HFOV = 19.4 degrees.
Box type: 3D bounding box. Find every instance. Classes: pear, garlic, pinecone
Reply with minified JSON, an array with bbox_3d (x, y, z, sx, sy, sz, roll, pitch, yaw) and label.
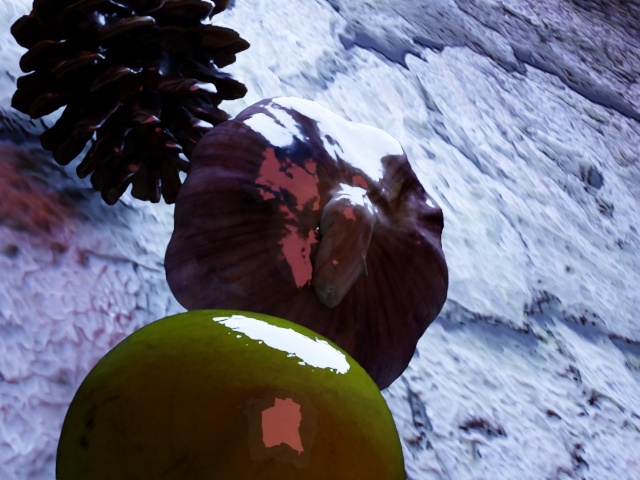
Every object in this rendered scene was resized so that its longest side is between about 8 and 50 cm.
[{"bbox_3d":[-0.055,0.146,1.134,0.212,0.212,0.269,12,25,-34],"label":"pear"},{"bbox_3d":[0.000,0.000,1.424,0.245,0.160,0.245,13,63,-27],"label":"garlic"},{"bbox_3d":[-0.148,-0.123,1.506,0.207,0.208,0.208,25,28,-14],"label":"pinecone"}]
